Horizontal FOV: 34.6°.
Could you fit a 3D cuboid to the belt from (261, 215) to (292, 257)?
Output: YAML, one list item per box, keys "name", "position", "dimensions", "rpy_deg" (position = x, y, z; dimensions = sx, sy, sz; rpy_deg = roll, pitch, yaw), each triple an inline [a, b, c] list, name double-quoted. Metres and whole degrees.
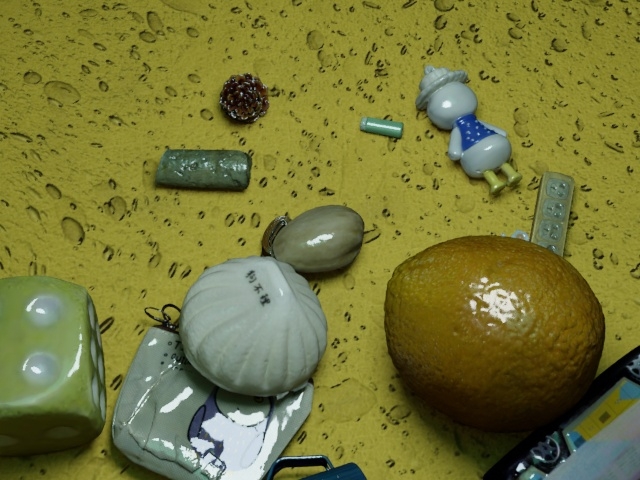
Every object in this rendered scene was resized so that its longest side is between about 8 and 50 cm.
- name: "belt"
  position: [-0.074, -0.004, 1.891]
  dimensions: [0.059, 0.036, 0.083]
  rpy_deg: [24, 66, 8]

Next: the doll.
- name: "doll"
  position: [0.279, -0.219, 1.974]
  dimensions: [0.138, 0.119, 0.293]
  rpy_deg: [-24, 72, -22]

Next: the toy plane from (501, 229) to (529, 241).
- name: "toy plane"
  position: [0.294, 0.041, 1.866]
  dimensions: [0.197, 0.053, 0.078]
  rpy_deg: [-35, 72, -8]

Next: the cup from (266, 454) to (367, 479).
- name: "cup"
  position: [-0.006, 0.416, 1.642]
  dimensions: [0.155, 0.131, 0.176]
  rpy_deg: [-18, 54, -16]

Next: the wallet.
- name: "wallet"
  position: [-0.194, 0.277, 1.729]
  dimensions: [0.335, 0.068, 0.275]
  rpy_deg: [21, 62, 7]

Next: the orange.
- name: "orange"
  position: [0.274, 0.144, 1.673]
  dimensions: [0.357, 0.322, 0.322]
  rpy_deg: [23, 64, 25]

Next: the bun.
- name: "bun"
  position: [-0.099, 0.114, 1.719]
  dimensions: [0.263, 0.175, 0.263]
  rpy_deg: [12, 45, -12]

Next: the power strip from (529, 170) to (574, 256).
- name: "power strip"
  position: [0.421, -0.004, 1.904]
  dimensions: [0.064, 0.044, 0.305]
  rpy_deg: [14, 64, 4]

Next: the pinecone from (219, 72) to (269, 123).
- name: "pinecone"
  position: [-0.147, -0.269, 1.987]
  dimensions: [0.102, 0.102, 0.109]
  rpy_deg: [4, 34, 0]

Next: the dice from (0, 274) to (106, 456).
- name: "dice"
  position: [-0.477, 0.206, 1.669]
  dimensions: [0.233, 0.227, 0.238]
  rpy_deg: [-7, 63, -8]

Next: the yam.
- name: "yam"
  position: [-0.217, -0.135, 1.931]
  dimensions: [0.179, 0.078, 0.078]
  rpy_deg: [2, 63, 3]

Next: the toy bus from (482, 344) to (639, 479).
- name: "toy bus"
  position: [0.463, 0.332, 1.680]
  dimensions: [0.386, 0.171, 0.162]
  rpy_deg: [-36, 80, -18]

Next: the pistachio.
- name: "pistachio"
  position: [0.000, 0.000, 1.846]
  dimensions: [0.185, 0.108, 0.126]
  rpy_deg: [-24, 74, -21]

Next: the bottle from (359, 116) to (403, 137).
- name: "bottle"
  position: [0.120, -0.222, 2.010]
  dimensions: [0.083, 0.030, 0.030]
  rpy_deg: [10, 64, 4]
